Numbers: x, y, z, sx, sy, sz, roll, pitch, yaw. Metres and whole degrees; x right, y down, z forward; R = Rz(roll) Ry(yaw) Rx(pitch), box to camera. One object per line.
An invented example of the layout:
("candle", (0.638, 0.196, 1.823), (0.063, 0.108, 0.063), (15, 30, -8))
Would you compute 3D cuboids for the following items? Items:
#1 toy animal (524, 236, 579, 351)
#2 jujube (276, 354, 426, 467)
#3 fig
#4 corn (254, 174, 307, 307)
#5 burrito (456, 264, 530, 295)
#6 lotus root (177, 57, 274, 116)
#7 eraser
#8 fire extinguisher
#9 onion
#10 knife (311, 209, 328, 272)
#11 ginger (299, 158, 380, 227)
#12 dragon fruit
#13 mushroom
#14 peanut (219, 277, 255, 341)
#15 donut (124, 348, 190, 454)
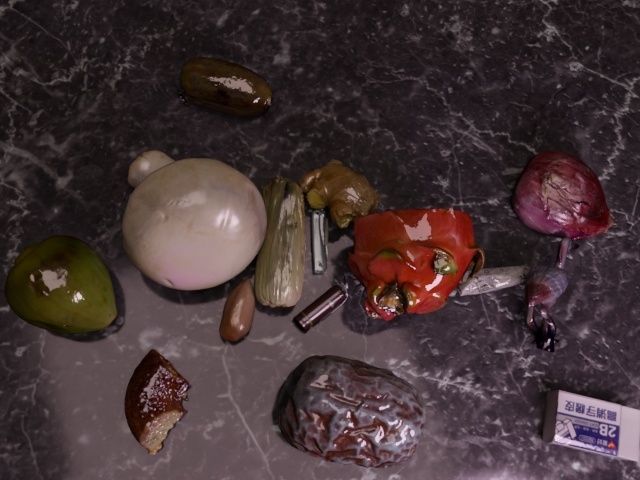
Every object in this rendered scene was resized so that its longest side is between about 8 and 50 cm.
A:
("toy animal", (0.547, 0.102, 1.557), (0.090, 0.195, 0.324), (7, 65, 34))
("jujube", (0.070, 0.371, 1.399), (0.317, 0.226, 0.226), (19, 73, -8))
("fig", (-0.550, 0.103, 1.388), (0.207, 0.207, 0.230), (-42, 83, -16))
("corn", (-0.094, 0.005, 1.516), (0.122, 0.123, 0.305), (2, 74, -6))
("burrito", (0.423, 0.096, 1.594), (0.203, 0.064, 0.064), (-5, 76, -8))
("lotus root", (-0.233, -0.379, 1.602), (0.241, 0.124, 0.123), (12, 84, -4))
("eraser", (0.637, 0.435, 1.524), (0.210, 0.068, 0.124), (14, 71, -4))
("fire extinguisher", (0.009, 0.151, 1.532), (0.158, 0.043, 0.064), (-37, 112, -15))
("onion", (0.642, -0.111, 1.649), (0.283, 0.120, 0.227), (26, 78, 0))
("knife", (0.000, 0.000, 1.582), (0.044, 0.023, 0.162), (1, 74, -11))
("ginger", (0.060, -0.108, 1.570), (0.157, 0.102, 0.216), (-27, 64, -34))
("dragon fruit", (0.209, 0.062, 1.464), (0.305, 0.305, 0.226), (-2, 75, -8))
("mushroom", (-0.300, -0.050, 1.417), (0.356, 0.315, 0.315), (33, 73, -3))
("peanut", (-0.186, 0.158, 1.487), (0.076, 0.076, 0.152), (17, 70, -3))
("donut", (-0.366, 0.344, 1.393), (0.144, 0.126, 0.186), (32, 73, 9))
